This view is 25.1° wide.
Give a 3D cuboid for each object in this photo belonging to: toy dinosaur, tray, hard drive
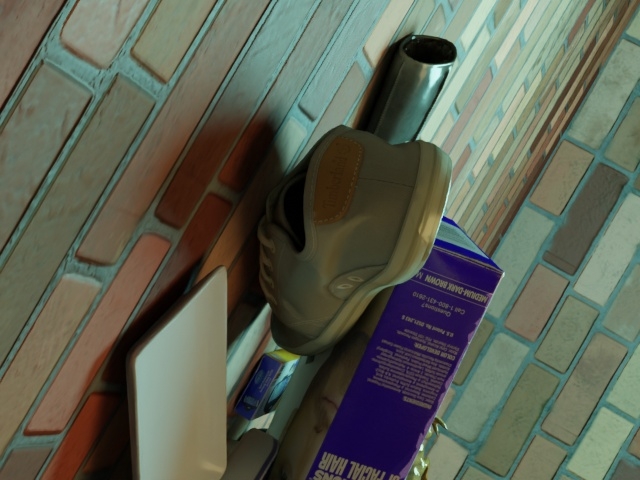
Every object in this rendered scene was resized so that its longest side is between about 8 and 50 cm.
[{"bbox_3d":[0.103,0.219,1.684,0.112,0.064,0.211,6,72,-72],"label":"toy dinosaur"},{"bbox_3d":[-0.132,0.157,1.284,0.145,0.030,0.270,-47,150,-44],"label":"tray"},{"bbox_3d":[-0.136,0.364,1.498,0.210,0.040,0.318,-56,170,-45],"label":"hard drive"}]

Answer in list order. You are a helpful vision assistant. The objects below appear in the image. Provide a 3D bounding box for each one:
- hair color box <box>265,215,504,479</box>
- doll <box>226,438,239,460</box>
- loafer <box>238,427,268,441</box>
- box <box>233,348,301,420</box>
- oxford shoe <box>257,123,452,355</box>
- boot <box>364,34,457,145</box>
[{"bbox_3d":[0.051,0.138,1.490,0.185,0.110,0.339,-123,-126,-70],"label":"hair color box"},{"bbox_3d":[-0.139,0.301,1.682,0.189,0.046,0.129,-48,163,-44],"label":"doll"},{"bbox_3d":[-0.124,0.403,1.777,0.366,0.134,0.130,-52,168,-38],"label":"loafer"},{"bbox_3d":[-0.062,0.173,1.743,0.081,0.028,0.136,-61,170,6],"label":"box"},{"bbox_3d":[0.000,0.000,1.371,0.449,0.130,0.169,130,-26,-70],"label":"oxford shoe"},{"bbox_3d":[0.091,-0.128,1.574,0.189,0.076,0.208,-40,150,-64],"label":"boot"}]
